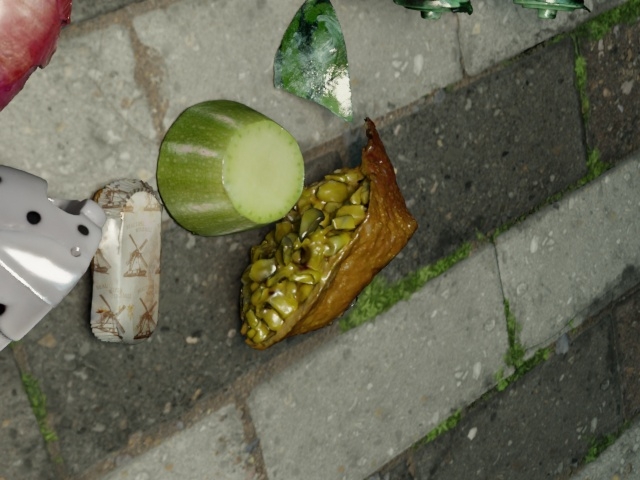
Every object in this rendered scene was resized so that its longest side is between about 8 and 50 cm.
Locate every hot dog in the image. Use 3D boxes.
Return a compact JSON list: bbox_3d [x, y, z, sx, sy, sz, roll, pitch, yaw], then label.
[{"bbox_3d":[-0.222,0.025,1.202,0.108,0.059,0.191,-6,100,-52],"label":"hot dog"}]

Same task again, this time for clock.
[{"bbox_3d":[-0.360,-0.031,1.019,0.254,0.189,0.189,39,74,-24],"label":"clock"}]

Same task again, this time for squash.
[{"bbox_3d":[-0.097,-0.084,1.247,0.170,0.123,0.170,-4,96,-37],"label":"squash"}]

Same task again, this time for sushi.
[{"bbox_3d":[-0.002,0.003,1.302,0.296,0.167,0.179,-43,125,8],"label":"sushi"}]

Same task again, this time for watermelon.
[{"bbox_3d":[-0.008,-0.233,1.331,0.101,0.080,0.155,2,103,-4],"label":"watermelon"}]

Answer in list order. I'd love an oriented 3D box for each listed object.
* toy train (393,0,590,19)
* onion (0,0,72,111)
[{"bbox_3d":[0.168,-0.364,1.307,0.397,0.253,0.160,-9,112,-38],"label":"toy train"},{"bbox_3d":[-0.382,-0.226,0.910,0.347,0.285,0.348,0,80,-2],"label":"onion"}]
